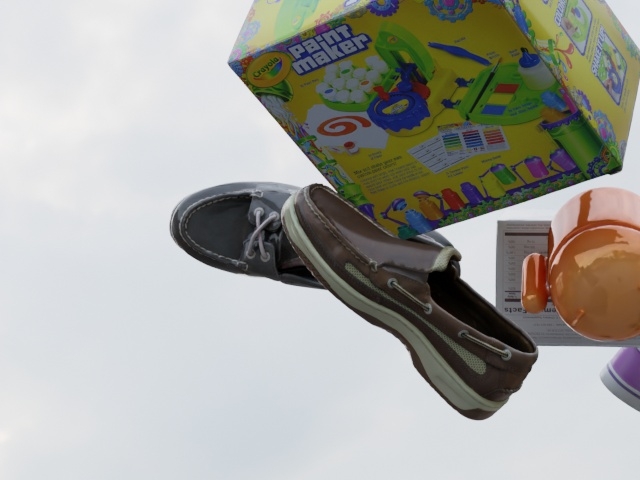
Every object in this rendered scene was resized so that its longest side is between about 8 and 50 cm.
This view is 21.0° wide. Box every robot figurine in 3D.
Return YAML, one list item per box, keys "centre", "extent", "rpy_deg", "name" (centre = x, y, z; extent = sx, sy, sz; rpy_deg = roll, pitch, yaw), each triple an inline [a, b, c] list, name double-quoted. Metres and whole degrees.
- centre: [0.294, 0.025, 1.772]
  extent: [0.158, 0.219, 0.128]
  rpy_deg: [16, -67, 0]
  name: "robot figurine"

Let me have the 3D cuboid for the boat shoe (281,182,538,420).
- centre: [0.084, 0.032, 1.484]
  extent: [0.095, 0.257, 0.095]
  rpy_deg: [-48, -1, 31]
  name: "boat shoe"

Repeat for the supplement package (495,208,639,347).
- centre: [0.312, 0.040, 2.025]
  extent: [0.204, 0.145, 0.262]
  rpy_deg: [0, 4, 8]
  name: "supplement package"

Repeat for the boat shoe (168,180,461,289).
- centre: [0.000, 0.000, 1.941]
  extent: [0.335, 0.112, 0.095]
  rpy_deg: [11, 1, -11]
  name: "boat shoe"

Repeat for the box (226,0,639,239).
- centre: [0.118, -0.178, 1.712]
  extent: [0.290, 0.177, 0.279]
  rpy_deg: [-18, -53, 35]
  name: "box"

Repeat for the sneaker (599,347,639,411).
- centre: [0.527, 0.189, 2.299]
  extent: [0.282, 0.102, 0.161]
  rpy_deg: [27, -69, -27]
  name: "sneaker"
